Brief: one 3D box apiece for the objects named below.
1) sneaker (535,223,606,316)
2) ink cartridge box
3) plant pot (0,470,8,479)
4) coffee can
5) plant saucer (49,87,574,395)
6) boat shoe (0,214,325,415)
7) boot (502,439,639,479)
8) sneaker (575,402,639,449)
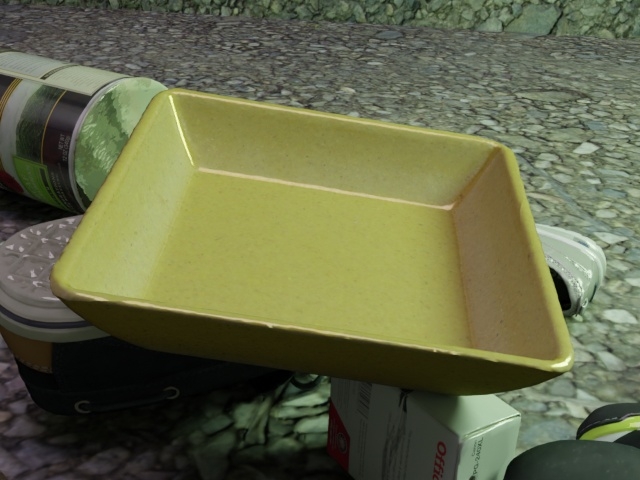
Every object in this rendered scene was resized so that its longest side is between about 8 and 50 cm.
[{"bbox_3d":[0.170,0.017,0.949,0.281,0.105,0.115,9,26,17],"label":"sneaker"},{"bbox_3d":[0.072,0.148,0.651,0.063,0.109,0.150,-11,27,-32],"label":"ink cartridge box"},{"bbox_3d":[-0.274,0.199,0.452,0.215,0.215,0.230,11,12,22],"label":"plant pot"},{"bbox_3d":[-0.350,-0.145,1.176,0.275,0.201,0.201,17,29,31],"label":"coffee can"},{"bbox_3d":[0.000,0.000,0.676,0.333,0.081,0.333,8,32,-1],"label":"plant saucer"},{"bbox_3d":[-0.047,0.046,0.809,0.500,0.156,0.187,-11,35,-27],"label":"boat shoe"},{"bbox_3d":[0.056,0.230,0.413,0.367,0.146,0.445,23,35,20],"label":"boot"},{"bbox_3d":[0.302,0.175,0.628,0.235,0.084,0.097,-11,35,23],"label":"sneaker"}]
